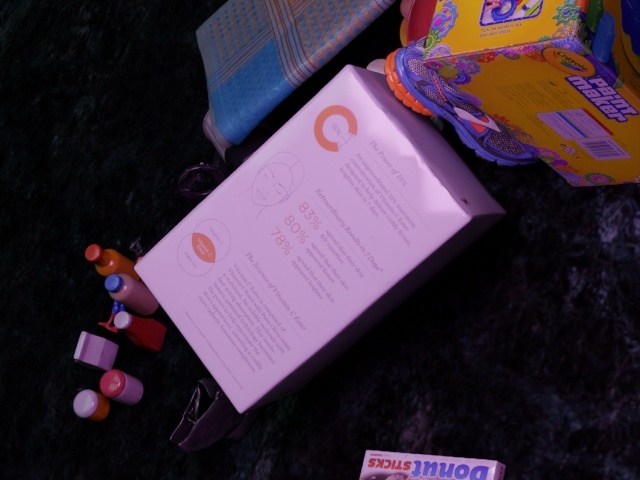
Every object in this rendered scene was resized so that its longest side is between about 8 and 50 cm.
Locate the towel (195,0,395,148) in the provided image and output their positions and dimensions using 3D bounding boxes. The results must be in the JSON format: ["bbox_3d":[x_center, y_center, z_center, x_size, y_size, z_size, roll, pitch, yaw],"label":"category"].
[{"bbox_3d":[-0.015,-0.311,1.673,0.370,0.040,0.271,-38,39,23],"label":"towel"}]

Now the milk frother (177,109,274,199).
[{"bbox_3d":[-0.132,-0.120,1.727,0.129,0.143,0.135,-53,43,18],"label":"milk frother"}]

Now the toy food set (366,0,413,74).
[{"bbox_3d":[0.158,-0.283,1.546,0.128,0.071,0.218,27,65,30],"label":"toy food set"}]

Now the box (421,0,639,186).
[{"bbox_3d":[0.280,-0.243,1.287,0.177,0.290,0.279,-3,66,43],"label":"box"}]

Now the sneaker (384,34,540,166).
[{"bbox_3d":[0.178,-0.153,1.392,0.087,0.221,0.083,-38,33,52],"label":"sneaker"}]

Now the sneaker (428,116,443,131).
[{"bbox_3d":[0.058,-0.109,1.570,0.235,0.094,0.153,-30,39,15],"label":"sneaker"}]

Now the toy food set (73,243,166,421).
[{"bbox_3d":[-0.287,0.128,1.738,0.111,0.104,0.232,8,73,27],"label":"toy food set"}]

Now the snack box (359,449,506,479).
[{"bbox_3d":[0.113,0.260,1.352,0.178,0.022,0.064,-4,63,43],"label":"snack box"}]

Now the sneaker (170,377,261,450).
[{"bbox_3d":[-0.112,0.185,1.565,0.051,0.089,0.170,23,84,48],"label":"sneaker"}]

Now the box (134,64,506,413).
[{"bbox_3d":[0.000,0.000,1.444,0.345,0.168,0.215,-41,78,18],"label":"box"}]

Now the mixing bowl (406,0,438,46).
[{"bbox_3d":[0.189,-0.245,1.448,0.181,0.181,0.098,-58,-2,0],"label":"mixing bowl"}]

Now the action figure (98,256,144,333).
[{"bbox_3d":[-0.282,0.075,1.845,0.038,0.030,0.115,18,78,52],"label":"action figure"}]
